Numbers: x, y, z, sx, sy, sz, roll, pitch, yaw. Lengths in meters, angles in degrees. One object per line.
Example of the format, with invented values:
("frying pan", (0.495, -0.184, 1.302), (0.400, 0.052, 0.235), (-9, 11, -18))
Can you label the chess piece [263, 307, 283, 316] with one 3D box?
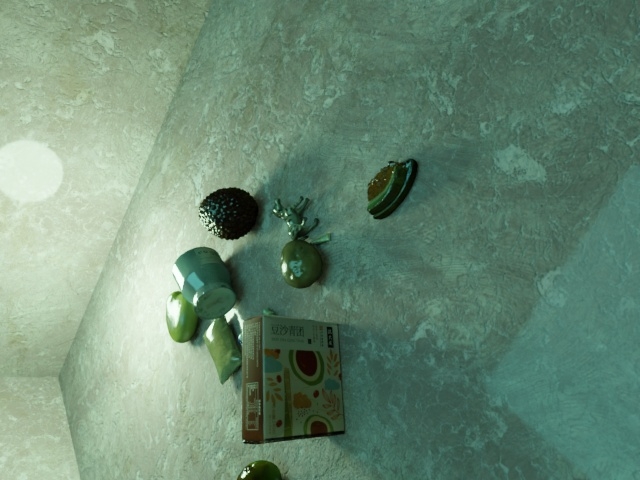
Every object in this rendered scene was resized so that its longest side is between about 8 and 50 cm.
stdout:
("chess piece", (-0.203, 0.317, 1.975), (0.149, 0.059, 0.059), (28, 99, 54))

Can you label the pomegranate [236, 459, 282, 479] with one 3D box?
("pomegranate", (-0.215, 0.926, 1.741), (0.179, 0.180, 0.210), (-30, 94, 37))

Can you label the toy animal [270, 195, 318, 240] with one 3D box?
("toy animal", (-0.104, -0.112, 1.974), (0.170, 0.089, 0.255), (-58, 42, 23))

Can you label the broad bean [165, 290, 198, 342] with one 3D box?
("broad bean", (-0.722, 0.389, 2.446), (0.238, 0.119, 0.291), (-45, 51, 28))

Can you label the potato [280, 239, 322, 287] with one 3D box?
("potato", (-0.080, 0.089, 1.840), (0.177, 0.160, 0.235), (-36, 42, 9))

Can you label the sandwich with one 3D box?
("sandwich", (0.238, -0.197, 1.637), (0.235, 0.079, 0.159), (-43, 51, 30))

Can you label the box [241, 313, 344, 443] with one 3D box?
("box", (-0.090, 0.464, 1.592), (0.122, 0.344, 0.386), (-22, 64, 43))

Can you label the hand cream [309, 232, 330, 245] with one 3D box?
("hand cream", (0.000, 0.000, 1.875), (0.102, 0.022, 0.035), (-22, 63, 35))

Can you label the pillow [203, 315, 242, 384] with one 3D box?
("pillow", (-0.451, 0.485, 2.165), (0.185, 0.074, 0.302), (-51, 48, 20))

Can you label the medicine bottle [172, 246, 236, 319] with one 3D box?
("medicine bottle", (-0.538, 0.205, 2.214), (0.245, 0.244, 0.290), (-56, 45, 19))

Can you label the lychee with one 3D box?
("lychee", (-0.435, -0.129, 2.201), (0.267, 0.267, 0.268), (-16, 67, 43))

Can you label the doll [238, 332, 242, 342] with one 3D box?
("doll", (-0.320, 0.407, 2.065), (0.099, 0.057, 0.143), (50, 118, 19))
